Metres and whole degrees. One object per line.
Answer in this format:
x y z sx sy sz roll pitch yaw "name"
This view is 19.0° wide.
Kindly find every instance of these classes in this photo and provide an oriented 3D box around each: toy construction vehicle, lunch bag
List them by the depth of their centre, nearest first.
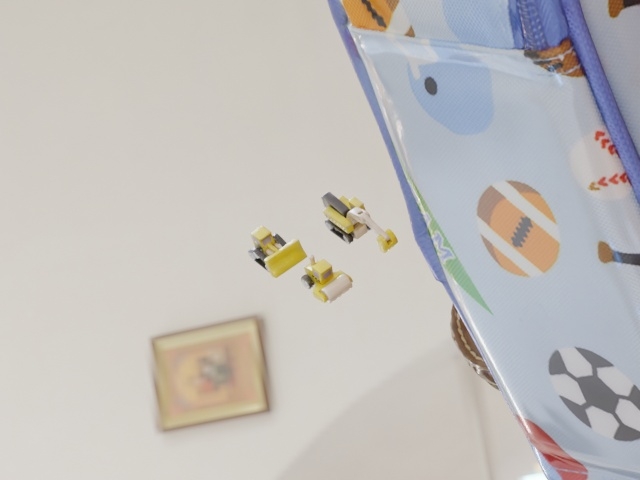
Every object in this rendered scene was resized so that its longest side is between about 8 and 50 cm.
0.137 -0.062 0.602 0.243 0.115 0.303 -41 -56 -29 "lunch bag"
0.000 0.000 1.428 0.098 0.086 0.035 39 156 47 "toy construction vehicle"

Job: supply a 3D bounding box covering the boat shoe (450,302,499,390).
0.150 -0.047 0.914 0.104 0.307 0.110 11 -144 -47 "boat shoe"
